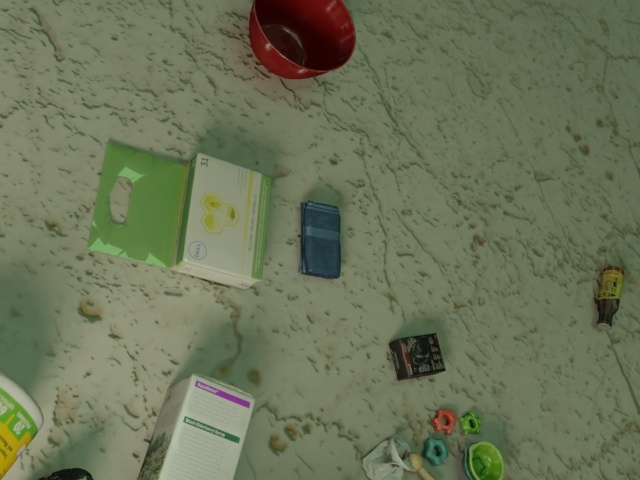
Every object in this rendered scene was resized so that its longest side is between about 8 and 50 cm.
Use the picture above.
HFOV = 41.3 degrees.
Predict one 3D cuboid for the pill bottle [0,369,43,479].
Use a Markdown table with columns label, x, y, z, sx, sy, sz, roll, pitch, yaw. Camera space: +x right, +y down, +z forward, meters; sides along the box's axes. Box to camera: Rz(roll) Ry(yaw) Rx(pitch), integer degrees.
| label | x | y | z | sx | sy | sz | roll | pitch | yaw |
| --- | --- | --- | --- | --- | --- | --- | --- | --- | --- |
| pill bottle | -0.414 | 0.245 | 0.869 | 0.136 | 0.136 | 0.245 | 41 | 55 | -11 |

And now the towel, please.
| label | x | y | z | sx | sy | sz | roll | pitch | yaw |
| --- | --- | --- | --- | --- | --- | --- | --- | --- | --- |
| towel | 0.000 | 0.000 | 1.296 | 0.067 | 0.029 | 0.119 | 12 | 64 | -27 |

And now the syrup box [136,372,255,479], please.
| label | x | y | z | sx | sy | sz | roll | pitch | yaw |
| --- | --- | --- | --- | --- | --- | --- | --- | --- | --- |
| syrup box | -0.165 | 0.291 | 1.032 | 0.096 | 0.093 | 0.236 | 28 | 58 | -20 |

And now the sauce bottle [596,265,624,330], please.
| label | x | y | z | sx | sy | sz | roll | pitch | yaw |
| --- | --- | --- | --- | --- | --- | --- | --- | --- | --- |
| sauce bottle | 0.537 | 0.108 | 1.578 | 0.042 | 0.042 | 0.128 | 33 | 55 | -17 |

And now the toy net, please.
| label | x | y | z | sx | sy | sz | roll | pitch | yaw |
| --- | --- | --- | --- | --- | --- | --- | --- | --- | --- |
| toy net | 0.168 | 0.310 | 1.262 | 0.232 | 0.045 | 0.122 | 6 | 68 | -30 |

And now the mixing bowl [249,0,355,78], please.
| label | x | y | z | sx | sy | sz | roll | pitch | yaw |
| --- | --- | --- | --- | --- | --- | --- | --- | --- | --- |
| mixing bowl | -0.045 | -0.327 | 1.359 | 0.182 | 0.098 | 0.181 | 13 | 64 | -27 |

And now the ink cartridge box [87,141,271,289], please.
| label | x | y | z | sx | sy | sz | roll | pitch | yaw |
| --- | --- | --- | --- | --- | --- | --- | --- | --- | --- |
| ink cartridge box | -0.188 | -0.041 | 1.181 | 0.235 | 0.056 | 0.171 | 17 | 63 | -28 |

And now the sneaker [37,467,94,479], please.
| label | x | y | z | sx | sy | sz | roll | pitch | yaw |
| --- | --- | --- | --- | --- | --- | --- | --- | --- | --- |
| sneaker | -0.317 | 0.384 | 0.912 | 0.122 | 0.110 | 0.283 | 47 | 54 | -30 |

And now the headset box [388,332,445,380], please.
| label | x | y | z | sx | sy | sz | roll | pitch | yaw |
| --- | --- | --- | --- | --- | --- | --- | --- | --- | --- |
| headset box | 0.146 | 0.180 | 1.310 | 0.083 | 0.032 | 0.062 | -5 | 73 | -32 |
